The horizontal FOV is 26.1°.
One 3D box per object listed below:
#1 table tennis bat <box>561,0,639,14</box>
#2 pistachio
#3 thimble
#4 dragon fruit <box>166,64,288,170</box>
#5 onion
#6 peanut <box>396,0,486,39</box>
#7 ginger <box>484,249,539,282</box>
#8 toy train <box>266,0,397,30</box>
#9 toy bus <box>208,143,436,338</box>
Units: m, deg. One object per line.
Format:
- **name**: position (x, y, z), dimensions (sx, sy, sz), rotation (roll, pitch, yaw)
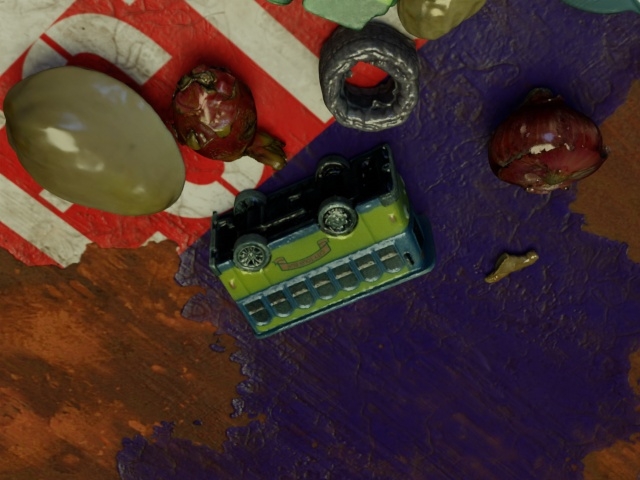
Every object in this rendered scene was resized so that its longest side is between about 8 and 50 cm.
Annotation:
- **table tennis bat**: position (0.417, -0.393, 1.920), dimensions (0.215, 0.044, 0.329), rotation (-33, 118, 17)
- **pistachio**: position (-0.323, -0.147, 1.978), dimensions (0.288, 0.166, 0.197), rotation (25, 110, -27)
- **thimble**: position (0.069, -0.237, 1.974), dimensions (0.150, 0.098, 0.150), rotation (-1, 126, -2)
- **dragon fruit**: position (-0.127, -0.163, 2.012), dimensions (0.125, 0.125, 0.246), rotation (-7, 154, 40)
- **onion**: position (0.334, -0.151, 2.036), dimensions (0.183, 0.147, 0.184), rotation (2, 168, 0)
- **peanut**: position (0.196, -0.393, 1.864), dimensions (0.125, 0.111, 0.275), rotation (14, 124, -17)
- **ginger**: position (0.302, 0.036, 2.221), dimensions (0.097, 0.030, 0.048), rotation (-28, 150, 19)
- **toy train**: position (0.028, -0.426, 1.791), dimensions (0.238, 0.167, 0.299), rotation (19, 123, -10)
- **toy bus**: position (0.000, 0.000, 2.105), dimensions (0.312, 0.152, 0.190), rotation (-23, 122, 13)
